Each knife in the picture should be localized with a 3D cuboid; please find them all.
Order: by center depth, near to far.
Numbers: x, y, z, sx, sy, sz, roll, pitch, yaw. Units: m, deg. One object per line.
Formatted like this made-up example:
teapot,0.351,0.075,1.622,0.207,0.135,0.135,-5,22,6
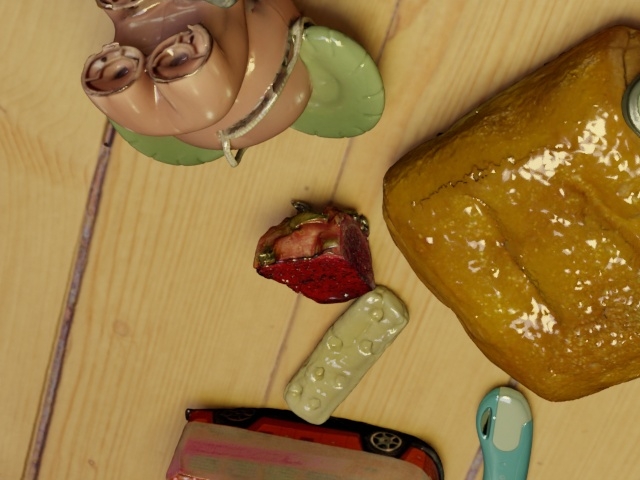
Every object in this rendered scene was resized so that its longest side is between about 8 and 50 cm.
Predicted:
knife,0.200,0.252,1.569,0.064,0.031,0.222,7,123,8

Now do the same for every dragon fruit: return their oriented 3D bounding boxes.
dragon fruit,0.000,0.000,1.455,0.102,0.096,0.147,-6,158,23

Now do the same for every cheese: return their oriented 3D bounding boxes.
cheese,0.026,0.126,1.543,0.065,0.043,0.194,35,122,-6

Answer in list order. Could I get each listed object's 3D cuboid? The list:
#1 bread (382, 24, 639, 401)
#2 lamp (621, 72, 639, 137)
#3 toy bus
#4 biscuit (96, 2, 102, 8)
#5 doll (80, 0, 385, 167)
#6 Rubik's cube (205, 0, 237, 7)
bread,0.257,-0.001,1.347,0.337,0.148,0.328,-29,107,28
lamp,0.435,-0.118,1.221,0.269,0.047,0.266,44,90,-9
toy bus,-0.019,0.280,1.585,0.303,0.147,0.127,10,125,12
biscuit,-0.179,-0.255,1.412,0.081,0.018,0.083,26,121,2
doll,-0.097,-0.149,1.329,0.284,0.216,0.268,-9,145,22
Rubik's cube,-0.118,-0.412,1.147,0.304,0.301,0.305,25,120,2
